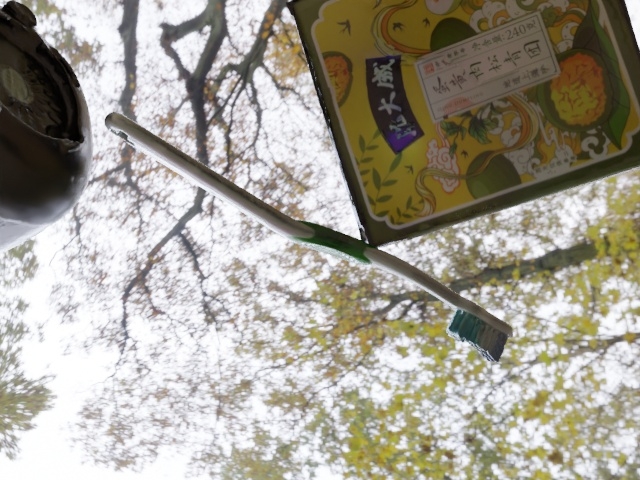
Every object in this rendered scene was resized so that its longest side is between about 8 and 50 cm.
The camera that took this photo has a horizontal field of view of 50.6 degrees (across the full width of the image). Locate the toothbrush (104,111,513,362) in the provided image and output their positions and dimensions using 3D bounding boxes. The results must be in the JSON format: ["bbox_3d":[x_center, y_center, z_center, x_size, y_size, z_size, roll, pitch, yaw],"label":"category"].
[{"bbox_3d":[0.002,-0.005,0.604,0.418,0.042,0.040,31,-104,-12],"label":"toothbrush"}]

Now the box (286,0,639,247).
[{"bbox_3d":[0.208,-0.221,0.934,0.420,0.138,0.373,-17,-91,13],"label":"box"}]

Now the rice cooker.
[{"bbox_3d":[-0.364,-0.111,0.662,0.267,0.224,0.267,51,-159,-27],"label":"rice cooker"}]
